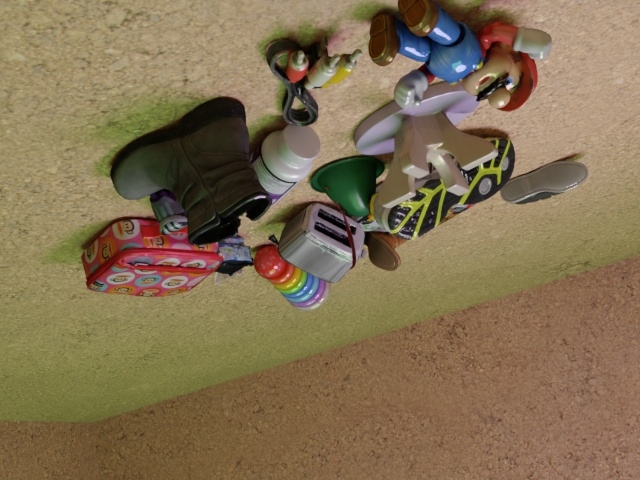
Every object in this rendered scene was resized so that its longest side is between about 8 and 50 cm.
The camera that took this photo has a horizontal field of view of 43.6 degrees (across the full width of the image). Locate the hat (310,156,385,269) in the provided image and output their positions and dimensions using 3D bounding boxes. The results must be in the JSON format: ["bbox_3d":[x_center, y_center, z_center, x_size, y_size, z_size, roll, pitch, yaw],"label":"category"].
[{"bbox_3d":[0.085,-0.065,1.798,0.173,0.183,0.208,-20,161,18],"label":"hat"}]

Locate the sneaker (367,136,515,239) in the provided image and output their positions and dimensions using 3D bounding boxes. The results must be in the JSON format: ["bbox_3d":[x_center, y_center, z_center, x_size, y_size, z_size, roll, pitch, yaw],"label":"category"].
[{"bbox_3d":[0.271,-0.142,1.783,0.385,0.145,0.147,-26,-148,-24],"label":"sneaker"}]

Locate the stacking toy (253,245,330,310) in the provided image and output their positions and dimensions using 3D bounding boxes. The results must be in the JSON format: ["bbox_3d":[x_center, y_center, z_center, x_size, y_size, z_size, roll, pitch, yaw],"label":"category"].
[{"bbox_3d":[-0.087,0.094,2.262,0.141,0.141,0.330,-18,155,14],"label":"stacking toy"}]

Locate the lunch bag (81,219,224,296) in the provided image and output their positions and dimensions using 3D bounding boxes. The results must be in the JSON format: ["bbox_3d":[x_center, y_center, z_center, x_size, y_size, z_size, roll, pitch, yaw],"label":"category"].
[{"bbox_3d":[-0.383,0.033,1.879,0.293,0.120,0.258,5,149,-43],"label":"lunch bag"}]

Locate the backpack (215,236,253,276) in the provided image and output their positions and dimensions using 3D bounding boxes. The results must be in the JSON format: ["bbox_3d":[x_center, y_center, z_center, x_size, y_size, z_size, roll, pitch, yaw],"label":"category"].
[{"bbox_3d":[-0.243,0.038,2.024,0.105,0.084,0.114,-26,162,35],"label":"backpack"}]

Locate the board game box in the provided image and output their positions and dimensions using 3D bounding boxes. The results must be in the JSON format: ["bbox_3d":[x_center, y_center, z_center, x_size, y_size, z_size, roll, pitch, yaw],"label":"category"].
[{"bbox_3d":[0.222,-0.081,2.055,0.305,0.053,0.193,0,158,-36],"label":"board game box"}]

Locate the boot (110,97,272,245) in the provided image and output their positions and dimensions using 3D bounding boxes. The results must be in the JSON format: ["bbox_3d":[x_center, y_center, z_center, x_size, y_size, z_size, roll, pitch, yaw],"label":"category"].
[{"bbox_3d":[-0.246,-0.088,1.434,0.338,0.222,0.118,-27,158,36],"label":"boot"}]

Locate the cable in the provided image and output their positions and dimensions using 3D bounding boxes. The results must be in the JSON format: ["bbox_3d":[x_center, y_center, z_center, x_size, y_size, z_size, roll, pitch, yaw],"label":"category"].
[{"bbox_3d":[-0.036,-0.251,1.344,0.139,0.072,0.287,-2,159,-16],"label":"cable"}]

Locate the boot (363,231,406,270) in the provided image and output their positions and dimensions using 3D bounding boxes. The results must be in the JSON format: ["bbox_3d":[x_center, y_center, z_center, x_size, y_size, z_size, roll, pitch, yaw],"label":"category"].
[{"bbox_3d":[0.181,0.009,2.132,0.152,0.197,0.073,-5,125,-43],"label":"boot"}]

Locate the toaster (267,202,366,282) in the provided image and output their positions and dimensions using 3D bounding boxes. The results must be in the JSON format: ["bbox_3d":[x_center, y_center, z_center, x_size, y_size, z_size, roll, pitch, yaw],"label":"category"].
[{"bbox_3d":[0.000,0.000,1.977,0.227,0.129,0.146,28,141,-17],"label":"toaster"}]

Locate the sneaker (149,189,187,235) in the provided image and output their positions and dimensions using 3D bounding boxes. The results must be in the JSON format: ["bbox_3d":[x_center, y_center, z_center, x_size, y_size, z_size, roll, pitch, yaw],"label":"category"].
[{"bbox_3d":[-0.304,-0.075,1.693,0.083,0.098,0.223,-26,-176,2],"label":"sneaker"}]

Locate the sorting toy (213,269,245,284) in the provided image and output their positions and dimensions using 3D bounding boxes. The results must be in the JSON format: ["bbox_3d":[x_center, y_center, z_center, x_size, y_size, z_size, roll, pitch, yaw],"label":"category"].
[{"bbox_3d":[-0.251,0.091,2.253,0.083,0.045,0.075,-23,167,24],"label":"sorting toy"}]

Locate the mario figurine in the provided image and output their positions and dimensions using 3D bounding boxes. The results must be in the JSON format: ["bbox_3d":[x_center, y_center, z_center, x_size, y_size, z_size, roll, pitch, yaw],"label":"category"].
[{"bbox_3d":[0.240,-0.278,1.290,0.320,0.170,0.198,11,-175,-37],"label":"mario figurine"}]

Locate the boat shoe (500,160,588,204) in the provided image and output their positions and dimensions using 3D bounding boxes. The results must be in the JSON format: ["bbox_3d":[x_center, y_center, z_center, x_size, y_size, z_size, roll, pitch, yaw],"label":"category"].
[{"bbox_3d":[0.586,-0.149,2.083,0.228,0.081,0.069,-15,166,28],"label":"boat shoe"}]

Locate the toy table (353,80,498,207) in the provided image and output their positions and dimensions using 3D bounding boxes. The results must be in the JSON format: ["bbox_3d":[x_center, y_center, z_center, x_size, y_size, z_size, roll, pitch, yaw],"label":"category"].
[{"bbox_3d":[0.207,-0.183,1.580,0.252,0.161,0.274,5,153,-44],"label":"toy table"}]

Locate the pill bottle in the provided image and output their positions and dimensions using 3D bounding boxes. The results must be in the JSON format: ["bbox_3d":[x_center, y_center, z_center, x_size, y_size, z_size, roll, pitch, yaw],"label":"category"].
[{"bbox_3d":[-0.081,-0.148,1.557,0.108,0.108,0.193,-1,158,-34],"label":"pill bottle"}]
